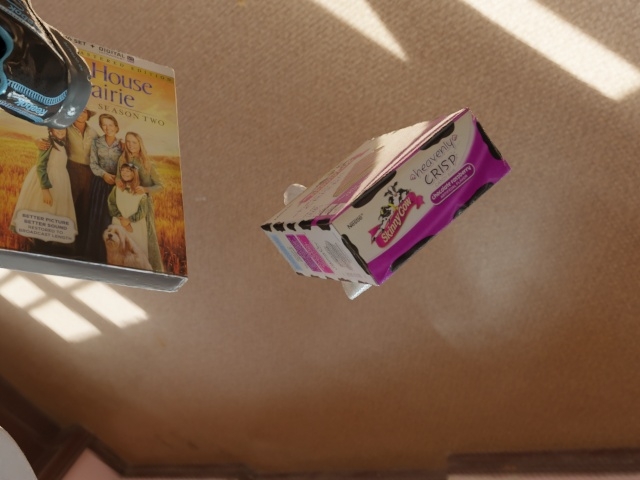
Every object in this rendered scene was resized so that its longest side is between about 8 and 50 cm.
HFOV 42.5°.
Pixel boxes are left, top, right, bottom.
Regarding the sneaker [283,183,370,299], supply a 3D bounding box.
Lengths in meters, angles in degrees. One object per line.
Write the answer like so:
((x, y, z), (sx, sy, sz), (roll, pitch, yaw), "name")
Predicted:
((0.000, 0.000, 1.073), (0.080, 0.094, 0.212), (35, -178, -44), "sneaker")

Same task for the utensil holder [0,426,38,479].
((-0.473, 0.393, 0.823), (0.327, 0.385, 0.328), (159, 90, -78), "utensil holder")

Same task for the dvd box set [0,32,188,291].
((-0.367, -0.135, 1.303), (0.307, 0.420, 0.062), (12, 146, -33), "dvd box set")

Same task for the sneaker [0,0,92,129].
((-0.397, -0.272, 0.924), (0.341, 0.139, 0.125), (46, 104, 12), "sneaker")

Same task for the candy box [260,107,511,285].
((0.048, -0.037, 0.773), (0.071, 0.159, 0.233), (53, 165, -10), "candy box")
